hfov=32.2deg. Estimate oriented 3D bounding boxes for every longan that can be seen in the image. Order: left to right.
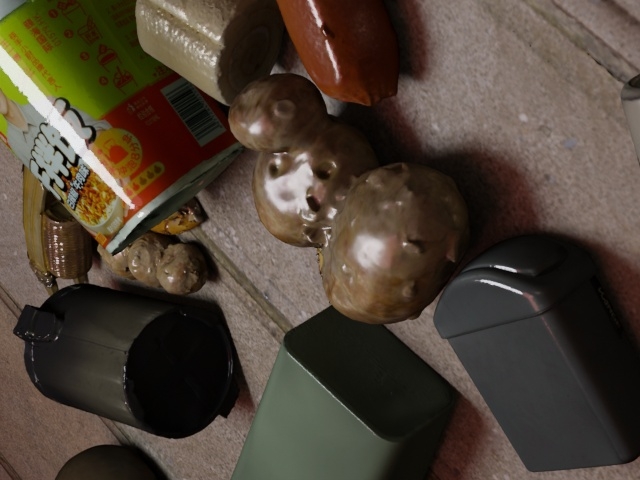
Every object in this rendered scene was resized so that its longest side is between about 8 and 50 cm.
[{"bbox_3d":[-0.399,0.497,2.055,0.248,0.248,0.248,30,135,35],"label":"longan"}]

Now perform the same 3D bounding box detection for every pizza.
[{"bbox_3d":[-0.263,-0.095,1.602,0.201,0.053,0.193,5,119,49],"label":"pizza"}]

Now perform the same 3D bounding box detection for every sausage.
[{"bbox_3d":[-0.012,-0.298,1.115,0.094,0.097,0.348,-11,106,45],"label":"sausage"}]

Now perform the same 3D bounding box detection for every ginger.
[{"bbox_3d":[-0.245,0.031,1.651,0.204,0.080,0.104,10,154,48],"label":"ginger"},{"bbox_3d":[0.020,-0.043,1.203,0.304,0.155,0.244,41,156,15],"label":"ginger"}]

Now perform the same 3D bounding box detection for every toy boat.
[{"bbox_3d":[-0.426,-0.022,1.823,0.115,0.089,0.310,43,142,26],"label":"toy boat"}]

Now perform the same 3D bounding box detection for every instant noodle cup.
[{"bbox_3d":[-0.275,-0.167,1.409,0.308,0.294,0.294,52,144,-1],"label":"instant noodle cup"}]

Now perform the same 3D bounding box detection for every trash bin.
[{"bbox_3d":[-0.299,0.181,1.713,0.301,0.203,0.252,7,159,47],"label":"trash bin"},{"bbox_3d":[0.020,0.273,1.434,0.223,0.158,0.343,41,140,24],"label":"trash bin"},{"bbox_3d":[0.225,0.112,1.123,0.177,0.101,0.236,-25,97,53],"label":"trash bin"}]

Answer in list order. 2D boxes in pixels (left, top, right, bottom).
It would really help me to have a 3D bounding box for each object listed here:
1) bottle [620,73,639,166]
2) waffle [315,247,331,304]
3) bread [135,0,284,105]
[{"bbox_3d":[0.323,-0.029,0.889,0.110,0.110,0.233,-4,111,52],"label":"bottle"},{"bbox_3d":[0.000,0.000,1.378,0.097,0.023,0.152,38,140,29],"label":"waffle"},{"bbox_3d":[-0.120,-0.247,1.254,0.141,0.134,0.148,37,151,22],"label":"bread"}]
